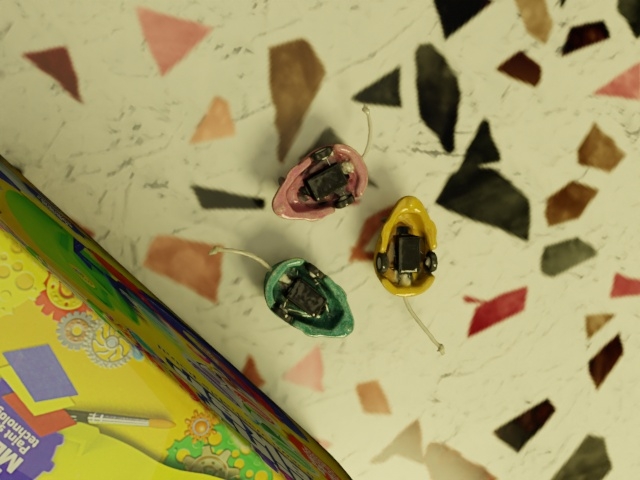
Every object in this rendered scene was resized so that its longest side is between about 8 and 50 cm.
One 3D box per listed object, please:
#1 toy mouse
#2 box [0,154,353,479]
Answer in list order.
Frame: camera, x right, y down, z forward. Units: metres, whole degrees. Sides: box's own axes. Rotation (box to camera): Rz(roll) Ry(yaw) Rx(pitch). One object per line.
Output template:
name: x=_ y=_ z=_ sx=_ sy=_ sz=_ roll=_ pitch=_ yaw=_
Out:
toy mouse: x=0.000 y=0.000 z=0.592 sx=0.143 sy=0.031 sz=0.161 roll=-7 pitch=99 yaw=-15
box: x=-0.116 y=0.117 z=0.446 sx=0.177 sy=0.279 sz=0.290 roll=-47 pitch=107 yaw=-5
